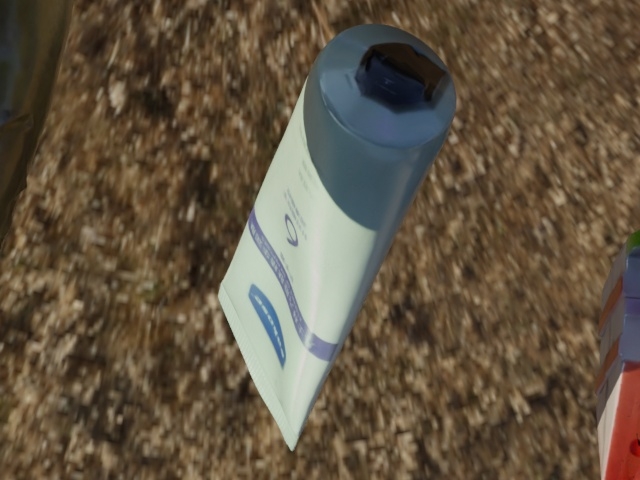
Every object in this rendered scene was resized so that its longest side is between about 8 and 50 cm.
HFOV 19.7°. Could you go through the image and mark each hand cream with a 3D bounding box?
[{"bbox_3d":[0.000,0.000,0.971,0.067,0.320,0.109,-18,67,-22],"label":"hand cream"}]

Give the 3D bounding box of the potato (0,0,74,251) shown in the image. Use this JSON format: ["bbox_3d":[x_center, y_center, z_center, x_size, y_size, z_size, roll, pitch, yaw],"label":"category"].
[{"bbox_3d":[-0.198,-0.040,0.703,0.192,0.141,0.296,21,81,30],"label":"potato"}]

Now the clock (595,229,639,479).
[{"bbox_3d":[0.278,0.167,1.081,0.235,0.166,0.309,7,66,1],"label":"clock"}]
